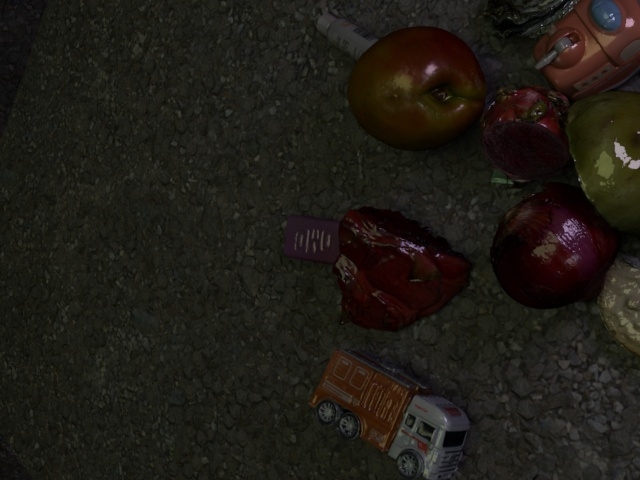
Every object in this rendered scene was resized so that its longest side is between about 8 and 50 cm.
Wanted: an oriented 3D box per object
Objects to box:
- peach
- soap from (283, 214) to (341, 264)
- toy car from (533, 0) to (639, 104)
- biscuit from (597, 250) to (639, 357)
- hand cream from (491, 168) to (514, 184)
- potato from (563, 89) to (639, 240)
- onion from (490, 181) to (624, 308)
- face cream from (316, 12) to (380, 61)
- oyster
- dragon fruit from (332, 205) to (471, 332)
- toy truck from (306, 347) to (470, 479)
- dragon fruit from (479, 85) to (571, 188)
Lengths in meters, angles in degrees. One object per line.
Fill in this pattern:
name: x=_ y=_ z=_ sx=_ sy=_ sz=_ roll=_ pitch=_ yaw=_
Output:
peach: x=0.217 y=-0.349 z=1.691 sx=0.332 sy=0.308 sz=0.307 roll=-163 pitch=79 yaw=-66
soap: x=0.000 y=0.000 z=1.978 sx=0.203 sy=0.065 sz=0.122 roll=8 pitch=94 yaw=35
toy car: x=0.566 y=-0.407 z=1.481 sx=0.270 sy=0.212 sz=0.180 roll=-37 pitch=68 yaw=29
biscuit: x=0.685 y=0.160 z=1.469 sx=0.281 sy=0.084 sz=0.179 roll=36 pitch=109 yaw=30
hand cream: x=0.441 y=-0.232 z=1.674 sx=0.078 sy=0.050 sz=0.204 roll=9 pitch=99 yaw=32
potato: x=0.625 y=-0.163 z=1.377 sx=0.213 sy=0.280 sz=0.330 roll=-29 pitch=76 yaw=40
onion: x=0.486 y=0.017 z=1.500 sx=0.276 sy=0.276 sz=0.276 roll=0 pitch=89 yaw=36
face cream: x=0.093 y=-0.518 z=1.905 sx=0.269 sy=0.082 sz=0.082 roll=41 pitch=112 yaw=28
oyster: x=0.497 y=-0.526 z=1.610 sx=0.268 sy=0.112 sz=0.198 roll=16 pitch=78 yaw=43
dragon fruit: x=0.159 y=0.115 z=1.764 sx=0.286 sy=0.228 sz=0.329 roll=37 pitch=108 yaw=29
toy truck: x=0.175 y=0.418 z=1.784 sx=0.388 sy=0.173 sz=0.206 roll=24 pitch=95 yaw=36
dragon fruit: x=0.447 y=-0.234 z=1.554 sx=0.211 sy=0.282 sz=0.147 roll=19 pitch=66 yaw=16
